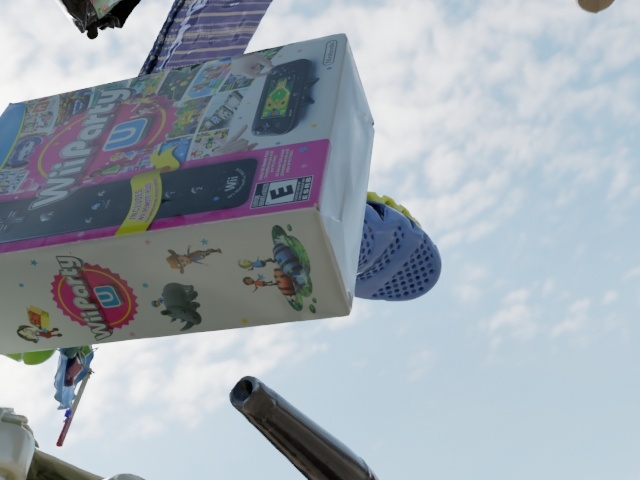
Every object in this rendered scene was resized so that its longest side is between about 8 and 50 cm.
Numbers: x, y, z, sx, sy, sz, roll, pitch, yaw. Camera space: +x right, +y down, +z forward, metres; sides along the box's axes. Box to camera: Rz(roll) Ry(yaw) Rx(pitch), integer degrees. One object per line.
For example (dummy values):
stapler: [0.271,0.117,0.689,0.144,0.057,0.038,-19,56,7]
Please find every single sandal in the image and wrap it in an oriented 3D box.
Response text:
sandal: [0.000,0.000,0.990,0.317,0.138,0.126,21,-70,-29]

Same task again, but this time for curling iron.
curling iron: [0.019,0.154,0.548,0.035,0.068,0.274,-2,-40,25]

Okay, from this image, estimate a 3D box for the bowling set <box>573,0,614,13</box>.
bowling set: [0.170,-0.343,0.845,0.200,0.154,0.287,-1,-40,4]

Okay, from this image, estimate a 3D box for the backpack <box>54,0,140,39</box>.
backpack: [-0.232,-0.334,1.064,0.182,0.152,0.115,-37,-6,-8]

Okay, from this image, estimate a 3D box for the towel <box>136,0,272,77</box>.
towel: [-0.203,-0.294,1.599,0.243,0.040,0.336,-22,-27,-53]

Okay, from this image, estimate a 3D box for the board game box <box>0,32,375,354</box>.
board game box: [-0.122,-0.035,0.724,0.303,0.224,0.097,-9,-52,15]

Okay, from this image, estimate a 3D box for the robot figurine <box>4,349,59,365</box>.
robot figurine: [-0.365,0.108,1.156,0.115,0.067,0.101,25,-10,-1]

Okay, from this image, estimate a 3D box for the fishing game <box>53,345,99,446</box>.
fishing game: [-0.279,0.112,1.151,0.041,0.189,0.264,11,-55,-3]

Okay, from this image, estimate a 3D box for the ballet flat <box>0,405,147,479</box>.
ballet flat: [-0.185,0.180,0.634,0.400,0.139,0.139,29,-55,-22]
